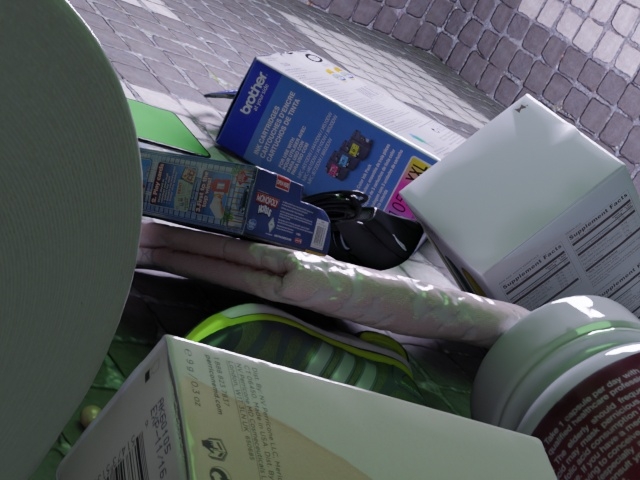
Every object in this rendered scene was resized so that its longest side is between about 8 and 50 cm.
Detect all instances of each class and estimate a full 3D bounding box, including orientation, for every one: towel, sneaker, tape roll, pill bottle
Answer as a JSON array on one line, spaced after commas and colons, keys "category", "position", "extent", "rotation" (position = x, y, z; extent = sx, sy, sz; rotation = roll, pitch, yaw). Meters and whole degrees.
[{"category": "towel", "position": [0.001, 0.044, 1.139], "extent": [0.331, 0.053, 0.317], "rotation": [13, -2, -41]}, {"category": "sneaker", "position": [-0.007, 0.133, 0.979], "extent": [0.300, 0.111, 0.121], "rotation": [9, 29, -42]}, {"category": "tape roll", "position": [-0.235, 0.040, 0.426], "extent": [0.072, 0.392, 0.392], "rotation": [39, 20, 29]}, {"category": "pill bottle", "position": [0.292, 0.223, 0.967], "extent": [0.224, 0.224, 0.392], "rotation": [17, 21, -30]}]

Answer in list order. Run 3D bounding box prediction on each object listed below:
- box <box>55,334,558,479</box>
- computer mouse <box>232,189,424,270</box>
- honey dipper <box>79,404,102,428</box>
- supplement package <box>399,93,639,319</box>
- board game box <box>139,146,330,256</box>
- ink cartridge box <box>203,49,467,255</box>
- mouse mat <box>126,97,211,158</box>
[{"category": "box", "position": [0.008, 0.180, 0.743], "extent": [0.311, 0.148, 0.121], "rotation": [19, 36, -32]}, {"category": "computer mouse", "position": [0.000, 0.000, 1.295], "extent": [0.184, 0.060, 0.262], "rotation": [-4, -10, 21]}, {"category": "honey dipper", "position": [-0.148, 0.162, 0.818], "extent": [0.030, 0.030, 0.161], "rotation": [19, 15, -26]}, {"category": "supplement package", "position": [0.264, 0.013, 1.390], "extent": [0.263, 0.198, 0.199], "rotation": [54, -2, -39]}, {"category": "board game box", "position": [-0.109, -0.040, 1.069], "extent": [0.194, 0.060, 0.194], "rotation": [13, -2, 21]}, {"category": "ink cartridge box", "position": [0.025, -0.157, 1.756], "extent": [0.395, 0.151, 0.270], "rotation": [32, 17, 8]}, {"category": "mouse mat", "position": [-0.253, -0.166, 1.610], "extent": [0.189, 0.007, 0.152], "rotation": [13, 23, -37]}]
